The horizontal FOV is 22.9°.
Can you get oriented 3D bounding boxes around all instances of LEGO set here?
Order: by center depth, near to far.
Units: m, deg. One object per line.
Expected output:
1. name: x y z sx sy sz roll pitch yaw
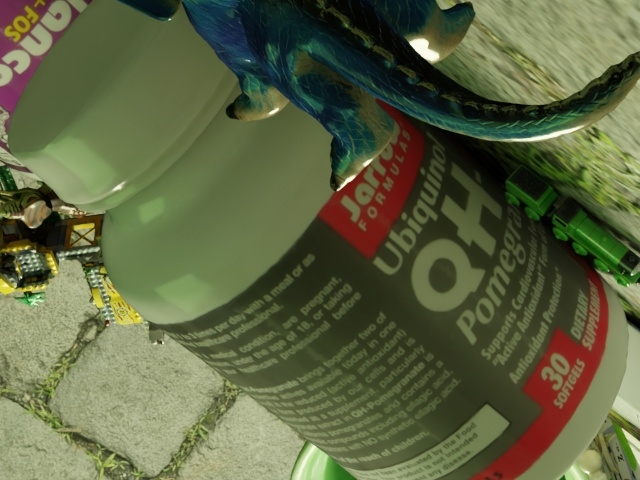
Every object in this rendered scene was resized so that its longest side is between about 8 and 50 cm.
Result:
1. LEGO set: -0.225 -0.040 1.389 0.192 0.254 0.331 -91 0 -48

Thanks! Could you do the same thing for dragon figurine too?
1. dragon figurine: -0.025 -0.098 0.545 0.144 0.085 0.289 40 178 -35

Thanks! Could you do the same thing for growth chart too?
1. growth chart: 0.220 0.187 1.139 0.172 0.021 0.237 63 -166 -9

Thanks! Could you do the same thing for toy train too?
1. toy train: 0.124 -0.007 0.764 0.083 0.017 0.024 38 166 15

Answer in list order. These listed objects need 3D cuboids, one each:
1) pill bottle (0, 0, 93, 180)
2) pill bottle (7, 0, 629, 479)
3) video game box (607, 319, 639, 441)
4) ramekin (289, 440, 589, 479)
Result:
1. pill bottle: -0.192 -0.142 1.049 0.169 0.169 0.301 36 176 40
2. pill bottle: 0.000 0.000 0.819 0.318 0.176 0.176 40 177 -27
3. video game box: 0.163 0.063 1.036 0.205 0.048 0.187 38 175 20
4. ramekin: 0.129 0.234 1.589 0.303 0.303 0.148 39 -150 -12
